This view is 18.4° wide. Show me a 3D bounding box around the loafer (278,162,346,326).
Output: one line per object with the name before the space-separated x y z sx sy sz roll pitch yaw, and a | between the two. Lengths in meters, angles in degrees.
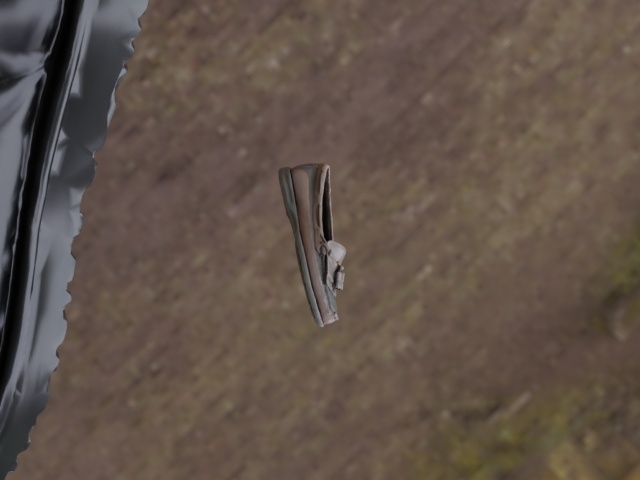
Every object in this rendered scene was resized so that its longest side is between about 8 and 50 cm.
loafer | 0.000 0.000 1.446 0.039 0.125 0.045 -15 161 2

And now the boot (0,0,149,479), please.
boot | -0.241 -0.029 0.856 0.260 0.131 0.348 5 109 -35
